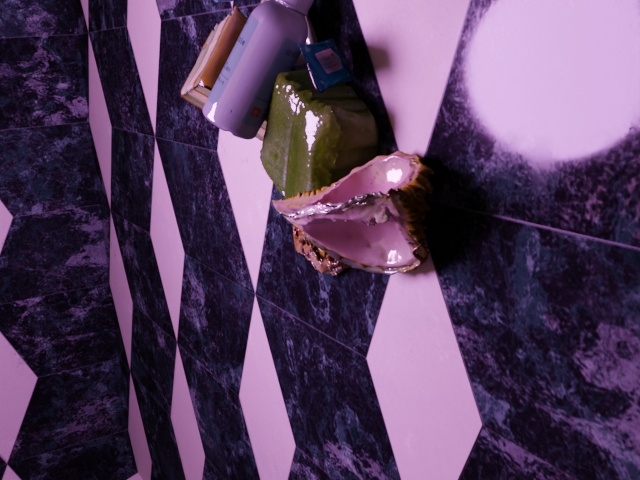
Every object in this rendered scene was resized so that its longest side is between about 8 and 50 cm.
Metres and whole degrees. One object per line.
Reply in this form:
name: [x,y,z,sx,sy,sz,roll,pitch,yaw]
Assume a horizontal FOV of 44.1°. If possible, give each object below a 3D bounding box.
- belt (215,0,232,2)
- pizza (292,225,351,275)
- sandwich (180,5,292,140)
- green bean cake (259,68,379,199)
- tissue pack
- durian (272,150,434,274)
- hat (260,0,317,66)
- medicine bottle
belt: [-0.226,-0.612,1.717,0.100,0.065,0.179,21,118,47]
pizza: [0.000,0.000,1.507,0.226,0.069,0.147,51,139,42]
sandwich: [-0.128,-0.331,1.594,0.155,0.227,0.198,1,65,64]
green bean cake: [-0.002,-0.167,1.396,0.222,0.124,0.248,53,145,37]
tissue pack: [0.008,-0.290,1.306,0.027,0.138,0.085,-26,94,28]
durian: [0.081,-0.022,1.262,0.305,0.185,0.196,-13,118,45]
hat: [-0.053,-0.412,1.472,0.122,0.081,0.166,-26,92,22]
medicine bottle: [-0.086,-0.354,1.401,0.352,0.110,0.110,-59,43,17]
